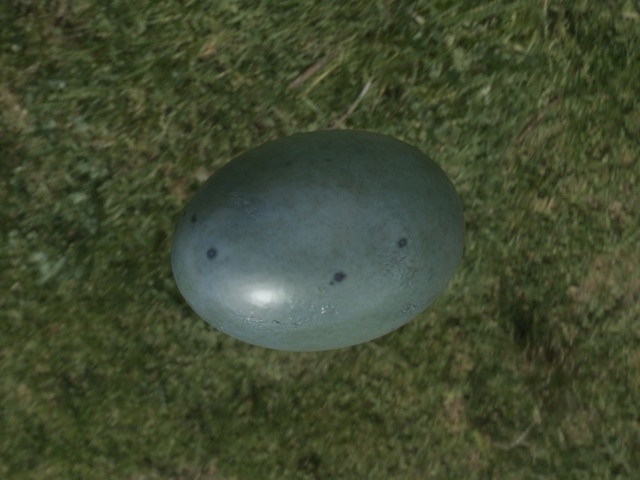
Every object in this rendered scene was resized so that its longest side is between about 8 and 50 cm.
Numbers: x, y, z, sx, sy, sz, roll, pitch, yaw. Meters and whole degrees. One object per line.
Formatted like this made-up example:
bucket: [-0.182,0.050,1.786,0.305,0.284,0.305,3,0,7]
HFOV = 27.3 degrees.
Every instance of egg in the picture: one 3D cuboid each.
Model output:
egg: [0.000,0.000,1.016,0.236,0.169,0.169,-6,115,-20]
